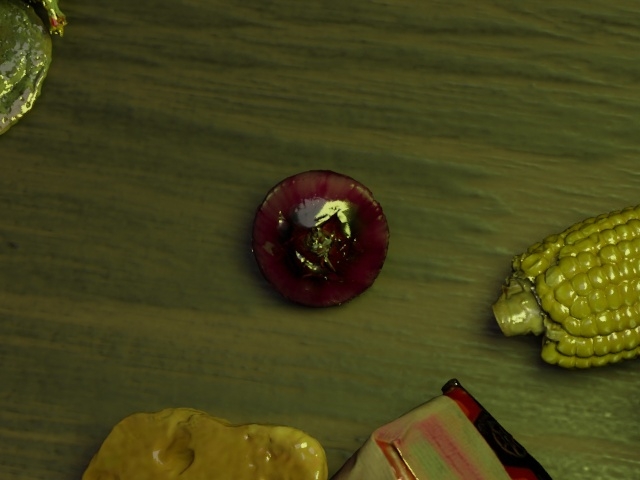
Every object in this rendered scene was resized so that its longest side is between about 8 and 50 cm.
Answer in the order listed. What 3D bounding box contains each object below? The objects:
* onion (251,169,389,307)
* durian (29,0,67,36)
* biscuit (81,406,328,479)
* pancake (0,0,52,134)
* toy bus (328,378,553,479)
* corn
[{"bbox_3d":[0.000,0.000,1.509,0.115,0.104,0.115,0,95,-2],"label":"onion"},{"bbox_3d":[-0.276,-0.262,1.614,0.146,0.102,0.208,-30,81,-37],"label":"durian"},{"bbox_3d":[-0.092,0.262,1.422,0.376,0.051,0.269,-7,83,30],"label":"biscuit"},{"bbox_3d":[-0.312,-0.159,1.627,0.158,0.028,0.158,-1,75,4],"label":"pancake"},{"bbox_3d":[0.133,0.262,1.393,0.127,0.147,0.302,-47,70,38],"label":"toy bus"},{"bbox_3d":[0.292,0.017,1.462,0.322,0.119,0.119,-20,75,-3],"label":"corn"}]
